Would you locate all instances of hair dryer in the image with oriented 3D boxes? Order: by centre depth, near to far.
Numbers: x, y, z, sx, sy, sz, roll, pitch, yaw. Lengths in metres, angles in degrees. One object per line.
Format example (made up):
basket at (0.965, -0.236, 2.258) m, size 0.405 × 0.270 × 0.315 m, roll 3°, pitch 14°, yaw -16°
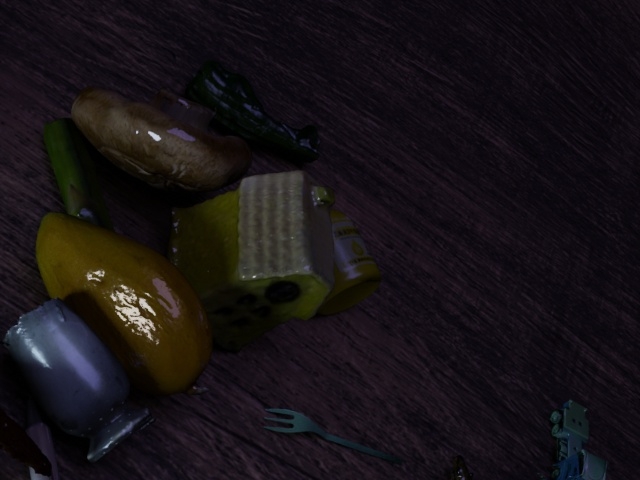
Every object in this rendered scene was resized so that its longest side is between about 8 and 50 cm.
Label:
hair dryer at (-0.317, 0.301, 1.333) m, size 0.195 × 0.054 × 0.220 m, roll 15°, pitch 44°, yaw -26°

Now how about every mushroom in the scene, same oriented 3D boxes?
mushroom at (-0.233, -0.151, 1.606) m, size 0.278 × 0.146 × 0.278 m, roll 23°, pitch 4°, yaw -2°

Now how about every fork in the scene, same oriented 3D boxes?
fork at (0.026, 0.288, 1.590) m, size 0.235 × 0.021 × 0.039 m, roll 21°, pitch 51°, yaw -21°

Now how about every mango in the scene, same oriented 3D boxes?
mango at (-0.259, 0.086, 1.435) m, size 0.317 × 0.176 × 0.119 m, roll 42°, pitch 27°, yaw 3°

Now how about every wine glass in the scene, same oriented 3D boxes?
wine glass at (-0.306, 0.174, 1.361) m, size 0.204 × 0.111 × 0.111 m, roll 52°, pitch 45°, yaw 0°

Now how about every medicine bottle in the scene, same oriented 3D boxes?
medicine bottle at (0.000, 0.000, 1.718) m, size 0.121 × 0.122 × 0.213 m, roll -11°, pitch 65°, yaw -40°

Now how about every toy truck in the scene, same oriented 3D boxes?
toy truck at (0.429, 0.338, 1.789) m, size 0.067 × 0.081 × 0.175 m, roll 28°, pitch 46°, yaw -17°

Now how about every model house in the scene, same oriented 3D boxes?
model house at (-0.085, 0.015, 1.543) m, size 0.174 × 0.234 × 0.193 m, roll 36°, pitch 38°, yaw -40°

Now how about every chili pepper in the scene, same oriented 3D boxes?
chili pepper at (-0.111, -0.211, 1.834) m, size 0.253 × 0.083 × 0.099 m, roll 31°, pitch 36°, yaw -16°

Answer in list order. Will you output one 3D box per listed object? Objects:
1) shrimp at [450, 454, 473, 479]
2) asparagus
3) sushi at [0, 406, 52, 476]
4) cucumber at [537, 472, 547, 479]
shrimp at (0.260, 0.423, 1.637) m, size 0.147 × 0.035 × 0.195 m, roll 8°, pitch 61°, yaw -27°
asparagus at (-0.342, -0.056, 1.568) m, size 0.067 × 0.060 × 0.278 m, roll 12°, pitch 47°, yaw -48°
sushi at (-0.464, 0.220, 1.211) m, size 0.296 × 0.179 × 0.167 m, roll -11°, pitch 86°, yaw -14°
cucumber at (0.377, 0.439, 1.709) m, size 0.037 × 0.037 × 0.155 m, roll 4°, pitch 57°, yaw -33°
